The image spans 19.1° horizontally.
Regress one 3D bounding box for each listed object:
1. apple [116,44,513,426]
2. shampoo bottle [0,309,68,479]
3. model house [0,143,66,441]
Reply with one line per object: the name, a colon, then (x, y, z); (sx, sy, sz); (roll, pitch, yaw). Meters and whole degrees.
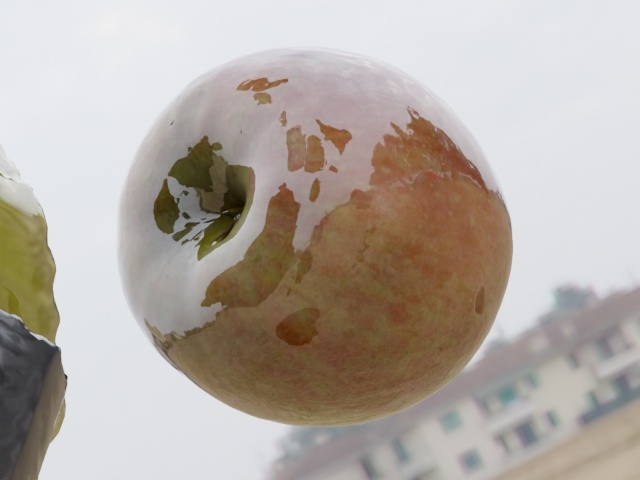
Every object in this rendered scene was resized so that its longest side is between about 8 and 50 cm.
apple: (0.000, 0.000, 0.944); (0.188, 0.188, 0.174); (-31, -36, 30)
shampoo bottle: (-0.127, 0.144, 0.364); (0.098, 0.071, 0.309); (-33, 32, 35)
model house: (-0.190, -0.013, 0.735); (0.175, 0.234, 0.193); (-43, 36, -3)
